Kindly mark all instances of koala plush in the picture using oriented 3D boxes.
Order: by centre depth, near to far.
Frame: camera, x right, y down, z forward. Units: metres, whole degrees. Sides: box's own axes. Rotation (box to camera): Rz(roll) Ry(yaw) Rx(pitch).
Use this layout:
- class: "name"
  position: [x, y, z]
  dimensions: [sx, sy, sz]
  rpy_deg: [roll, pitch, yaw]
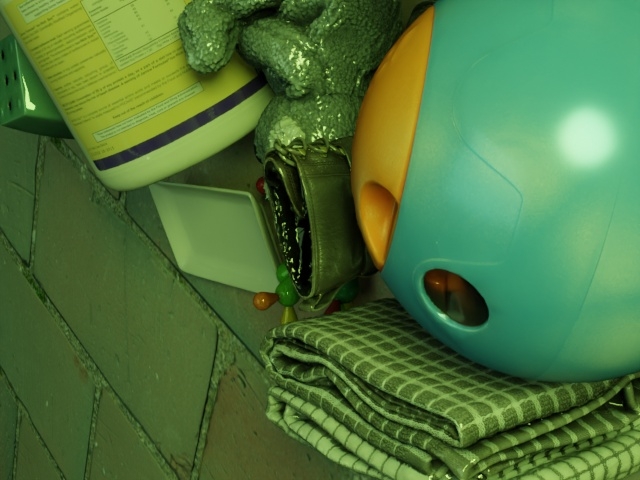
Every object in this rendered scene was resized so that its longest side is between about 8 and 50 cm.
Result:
- class: "koala plush"
  position: [-0.008, -0.133, 0.961]
  dimensions: [0.203, 0.196, 0.221]
  rpy_deg: [-12, 75, 33]

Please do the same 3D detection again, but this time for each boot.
- class: "boot"
  position: [0.051, -0.083, 0.866]
  dimensions: [0.091, 0.229, 0.263]
  rpy_deg: [-6, 93, 54]

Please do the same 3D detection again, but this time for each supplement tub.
- class: "supplement tub"
  position: [-0.216, -0.249, 1.104]
  dimensions: [0.241, 0.241, 0.331]
  rpy_deg: [-2, 120, 54]

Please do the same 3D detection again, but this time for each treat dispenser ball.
- class: "treat dispenser ball"
  position: [0.165, -0.048, 0.668]
  dimensions: [0.288, 0.288, 0.288]
  rpy_deg: [16, 110, 51]

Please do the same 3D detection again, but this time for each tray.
- class: "tray"
  position: [-0.132, -0.011, 1.279]
  dimensions: [0.270, 0.030, 0.145]
  rpy_deg: [11, 125, 53]

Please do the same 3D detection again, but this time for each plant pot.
- class: "plant pot"
  position: [-0.310, -0.219, 1.325]
  dimensions: [0.166, 0.234, 0.165]
  rpy_deg: [-4, 94, 53]

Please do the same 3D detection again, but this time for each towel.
- class: "towel"
  position: [0.116, 0.117, 0.820]
  dimensions: [0.284, 0.235, 0.121]
  rpy_deg: [14, 110, 53]

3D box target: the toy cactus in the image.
- class: "toy cactus"
  position: [0.000, 0.000, 1.080]
  dimensions: [0.180, 0.112, 0.219]
  rpy_deg: [-33, 61, 41]
